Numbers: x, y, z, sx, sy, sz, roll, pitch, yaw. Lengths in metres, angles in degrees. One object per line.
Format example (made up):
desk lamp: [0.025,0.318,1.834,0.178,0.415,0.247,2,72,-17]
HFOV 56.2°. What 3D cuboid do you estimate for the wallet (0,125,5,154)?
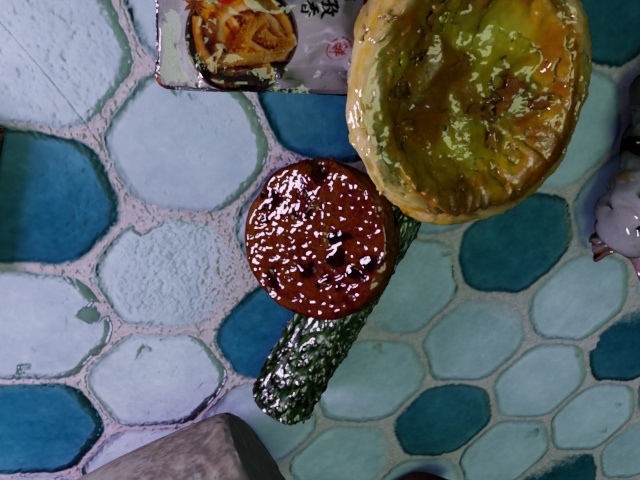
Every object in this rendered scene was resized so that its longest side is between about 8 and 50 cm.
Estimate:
wallet: [-0.381,-0.041,0.607,0.095,0.026,0.176,7,117,-26]

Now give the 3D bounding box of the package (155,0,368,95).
package: [-0.043,-0.222,0.597,0.239,0.030,0.154,-4,126,-18]

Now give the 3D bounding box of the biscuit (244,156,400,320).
biscuit: [0.000,0.000,0.678,0.192,0.049,0.192,8,108,25]

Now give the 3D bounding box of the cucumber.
cucumber: [0.023,0.071,0.752,0.096,0.096,0.359,19,110,-25]

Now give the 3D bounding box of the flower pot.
flower pot: [-0.203,0.395,0.766,0.330,0.293,0.293,-35,123,-4]

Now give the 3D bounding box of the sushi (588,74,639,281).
sushi: [0.440,-0.107,0.752,0.130,0.124,0.332,-11,121,-23]

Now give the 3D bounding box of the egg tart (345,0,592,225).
egg tart: [0.143,-0.159,0.625,0.290,0.115,0.290,-8,112,-19]

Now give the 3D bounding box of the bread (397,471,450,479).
bread: [0.179,0.439,0.993,0.119,0.192,0.067,-48,123,-31]
